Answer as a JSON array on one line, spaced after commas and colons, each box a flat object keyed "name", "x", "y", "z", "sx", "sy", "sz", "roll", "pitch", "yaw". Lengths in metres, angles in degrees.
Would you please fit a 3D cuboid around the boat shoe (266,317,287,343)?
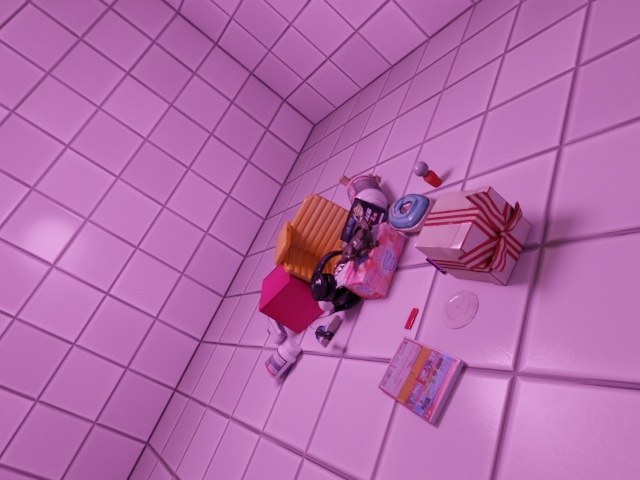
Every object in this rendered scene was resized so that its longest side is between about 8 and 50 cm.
[{"name": "boat shoe", "x": -0.260, "y": 0.482, "z": 2.378, "sx": 0.084, "sy": 0.095, "sz": 0.258, "roll": -50, "pitch": 21, "yaw": 2}]

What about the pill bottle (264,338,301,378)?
[{"name": "pill bottle", "x": -0.179, "y": 0.569, "z": 2.075, "sx": 0.180, "sy": 0.108, "sz": 0.108, "roll": -50, "pitch": 23, "yaw": 11}]

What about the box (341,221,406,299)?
[{"name": "box", "x": 0.235, "y": 0.090, "z": 1.861, "sx": 0.154, "sy": 0.142, "sz": 0.300, "roll": -18, "pitch": 43, "yaw": 56}]

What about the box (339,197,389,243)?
[{"name": "box", "x": 0.207, "y": -0.072, "z": 2.035, "sx": 0.051, "sy": 0.175, "sz": 0.220, "roll": -15, "pitch": -52, "yaw": -64}]

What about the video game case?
[{"name": "video game case", "x": 0.312, "y": 0.433, "z": 1.377, "sx": 0.204, "sy": 0.025, "sz": 0.285, "roll": -59, "pitch": 22, "yaw": -11}]

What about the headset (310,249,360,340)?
[{"name": "headset", "x": 0.072, "y": 0.232, "z": 1.871, "sx": 0.185, "sy": 0.243, "sz": 0.394, "roll": 0, "pitch": 63, "yaw": 64}]

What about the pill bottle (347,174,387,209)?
[{"name": "pill bottle", "x": 0.244, "y": -0.205, "z": 2.212, "sx": 0.176, "sy": 0.176, "sz": 0.319, "roll": -48, "pitch": 23, "yaw": 18}]

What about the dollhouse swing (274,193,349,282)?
[{"name": "dollhouse swing", "x": 0.000, "y": 0.000, "z": 2.137, "sx": 0.305, "sy": 0.346, "sz": 0.315, "roll": -54, "pitch": 21, "yaw": 27}]

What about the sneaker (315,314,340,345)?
[{"name": "sneaker", "x": 0.029, "y": 0.396, "z": 1.960, "sx": 0.152, "sy": 0.058, "sz": 0.084, "roll": -62, "pitch": 31, "yaw": 1}]

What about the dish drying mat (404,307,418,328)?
[{"name": "dish drying mat", "x": 0.332, "y": 0.285, "z": 1.568, "sx": 0.032, "sy": 0.008, "sz": 0.083, "roll": -7, "pitch": 53, "yaw": 63}]

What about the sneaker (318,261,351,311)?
[{"name": "sneaker", "x": 0.095, "y": 0.213, "z": 2.036, "sx": 0.292, "sy": 0.110, "sz": 0.118, "roll": -57, "pitch": 31, "yaw": -3}]

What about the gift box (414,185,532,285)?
[{"name": "gift box", "x": 0.475, "y": -0.015, "z": 1.363, "sx": 0.258, "sy": 0.276, "sz": 0.255, "roll": 3, "pitch": 66, "yaw": 63}]

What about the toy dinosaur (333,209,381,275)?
[{"name": "toy dinosaur", "x": 0.155, "y": 0.028, "z": 1.810, "sx": 0.314, "sy": 0.121, "sz": 0.160, "roll": -63, "pitch": 12, "yaw": -7}]

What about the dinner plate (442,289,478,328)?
[{"name": "dinner plate", "x": 0.451, "y": 0.222, "z": 1.405, "sx": 0.141, "sy": 0.017, "sz": 0.141, "roll": -42, "pitch": 26, "yaw": 26}]

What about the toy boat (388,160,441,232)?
[{"name": "toy boat", "x": 0.408, "y": -0.186, "z": 1.889, "sx": 0.318, "sy": 0.148, "sz": 0.267, "roll": -59, "pitch": 22, "yaw": -9}]

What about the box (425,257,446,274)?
[{"name": "box", "x": 0.475, "y": 0.037, "z": 1.599, "sx": 0.162, "sy": 0.029, "sz": 0.116, "roll": -53, "pitch": 23, "yaw": 8}]

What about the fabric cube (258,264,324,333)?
[{"name": "fabric cube", "x": -0.134, "y": 0.269, "z": 2.206, "sx": 0.254, "sy": 0.258, "sz": 0.259, "roll": -45, "pitch": 24, "yaw": 25}]

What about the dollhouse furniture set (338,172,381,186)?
[{"name": "dollhouse furniture set", "x": 0.225, "y": -0.364, "z": 2.463, "sx": 0.161, "sy": 0.181, "sz": 0.101, "roll": -42, "pitch": 26, "yaw": 31}]
